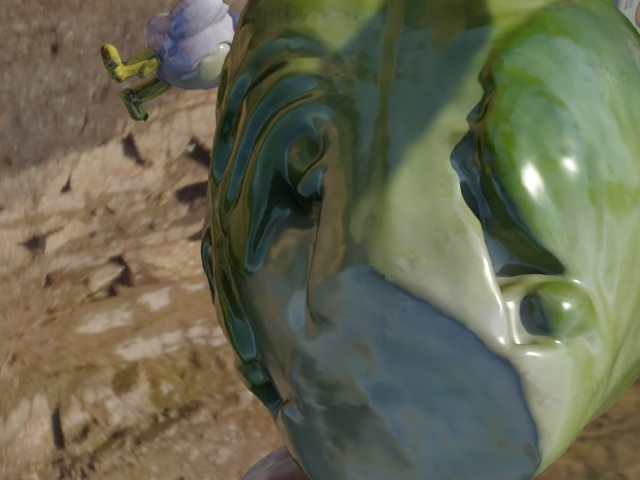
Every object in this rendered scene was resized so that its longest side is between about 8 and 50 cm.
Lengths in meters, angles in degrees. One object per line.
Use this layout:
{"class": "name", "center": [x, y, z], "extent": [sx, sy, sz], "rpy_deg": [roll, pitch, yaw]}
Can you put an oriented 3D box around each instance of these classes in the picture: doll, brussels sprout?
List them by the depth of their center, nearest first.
{"class": "brussels sprout", "center": [0.068, -0.011, 0.720], "extent": [0.282, 0.354, 0.289], "rpy_deg": [11, 126, 3]}
{"class": "doll", "center": [-0.053, -0.237, 1.357], "extent": [0.365, 0.160, 0.094], "rpy_deg": [-18, 66, -2]}

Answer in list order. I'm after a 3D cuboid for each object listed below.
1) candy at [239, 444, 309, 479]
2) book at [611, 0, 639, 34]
{"class": "candy", "center": [-0.015, 0.235, 0.904], "extent": [0.289, 0.214, 0.157], "rpy_deg": [-41, 77, 25]}
{"class": "book", "center": [0.347, -0.227, 1.171], "extent": [0.232, 0.022, 0.162], "rpy_deg": [-20, 134, -26]}
